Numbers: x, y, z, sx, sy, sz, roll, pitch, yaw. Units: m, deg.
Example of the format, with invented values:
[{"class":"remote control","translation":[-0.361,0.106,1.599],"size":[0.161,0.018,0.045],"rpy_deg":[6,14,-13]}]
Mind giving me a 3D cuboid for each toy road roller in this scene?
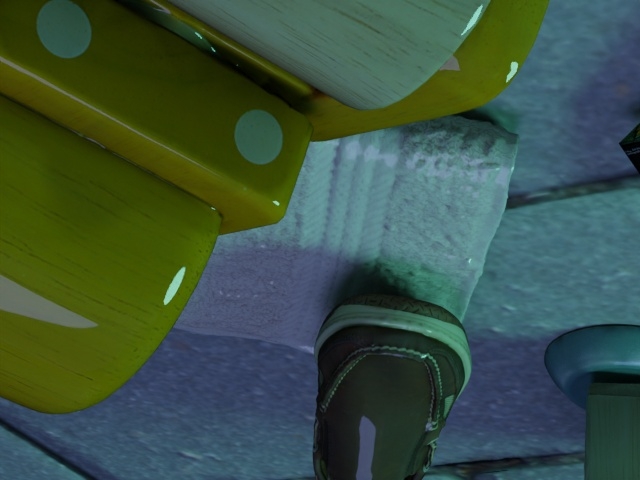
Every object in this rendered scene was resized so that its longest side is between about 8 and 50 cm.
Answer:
[{"class":"toy road roller","translation":[-0.086,-0.060,0.761],"size":[0.202,0.240,0.329],"rpy_deg":[28,160,-28]}]

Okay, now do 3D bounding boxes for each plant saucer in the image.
[{"class":"plant saucer","translation":[0.204,0.092,1.194],"size":[0.119,0.021,0.119],"rpy_deg":[8,151,5]}]

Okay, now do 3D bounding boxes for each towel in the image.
[{"class":"towel","translation":[0.000,0.000,1.075],"size":[0.187,0.049,0.282],"rpy_deg":[11,151,-1]}]

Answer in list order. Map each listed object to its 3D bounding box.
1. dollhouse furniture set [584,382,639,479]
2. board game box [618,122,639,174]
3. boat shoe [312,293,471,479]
[{"class":"dollhouse furniture set","translation":[0.359,0.242,1.134],"size":[0.394,0.256,0.362],"rpy_deg":[2,152,10]},{"class":"board game box","translation":[0.262,-0.019,0.848],"size":[0.136,0.030,0.260],"rpy_deg":[55,153,-13]},{"class":"boat shoe","translation":[0.039,0.117,1.125],"size":[0.095,0.095,0.257],"rpy_deg":[7,157,2]}]
